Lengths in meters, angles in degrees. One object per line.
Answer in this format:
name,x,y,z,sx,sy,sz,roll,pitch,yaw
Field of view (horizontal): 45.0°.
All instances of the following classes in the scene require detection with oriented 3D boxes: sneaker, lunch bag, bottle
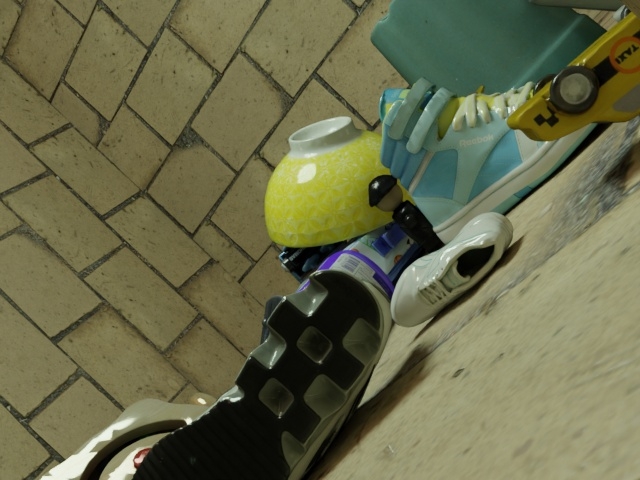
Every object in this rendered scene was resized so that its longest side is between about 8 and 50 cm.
sneaker,0.187,-0.148,0.912,0.319,0.208,0.127,-47,-2,38
lunch bag,0.088,0.038,1.351,0.243,0.115,0.303,-44,0,43
sneaker,-0.042,0.175,0.715,0.330,0.122,0.146,-48,-19,8
sneaker,0.118,0.034,0.739,0.152,0.053,0.061,-46,2,26
bottle,0.014,0.101,0.938,0.092,0.118,0.283,-46,0,24

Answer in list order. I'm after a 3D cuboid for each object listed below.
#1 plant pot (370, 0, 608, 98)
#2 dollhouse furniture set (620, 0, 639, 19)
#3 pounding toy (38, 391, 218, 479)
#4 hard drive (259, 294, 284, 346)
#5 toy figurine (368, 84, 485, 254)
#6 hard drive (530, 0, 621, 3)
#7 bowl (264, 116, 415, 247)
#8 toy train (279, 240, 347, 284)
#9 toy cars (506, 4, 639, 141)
plant pot,0.289,-0.337,1.368,0.341,0.334,0.341,-47,0,0
dollhouse furniture set,0.219,-0.162,0.269,0.212,0.161,0.242,-46,-1,-25
pounding toy,-0.161,0.275,0.831,0.269,0.154,0.155,-37,-46,-44
hard drive,-0.061,0.173,1.208,0.254,0.054,0.172,154,124,-78
toy figurine,0.194,-0.107,1.169,0.209,0.148,0.213,-46,-1,-30
hard drive,0.395,-0.344,1.062,0.307,0.202,0.040,-45,-39,-71
bowl,0.023,-0.121,1.336,0.289,0.156,0.289,-16,20,6
toy train,0.000,0.000,1.469,0.184,0.080,0.105,-43,-15,-10
toy cars,0.311,-0.189,0.664,0.393,0.087,0.176,-42,2,-30
